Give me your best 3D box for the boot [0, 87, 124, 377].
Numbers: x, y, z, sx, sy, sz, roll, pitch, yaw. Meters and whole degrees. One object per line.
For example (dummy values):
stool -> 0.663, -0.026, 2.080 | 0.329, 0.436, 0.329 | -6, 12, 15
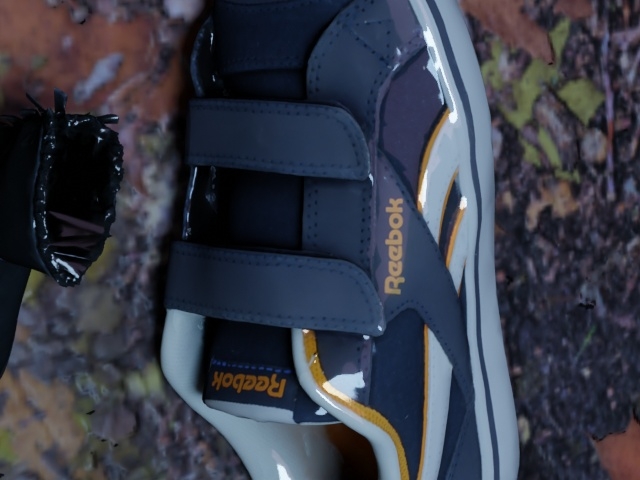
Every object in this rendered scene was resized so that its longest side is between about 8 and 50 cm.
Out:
boot -> -0.116, 0.004, 0.648 | 0.045, 0.099, 0.121 | 10, 86, -35

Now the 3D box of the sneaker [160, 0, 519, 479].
sneaker -> 0.000, 0.000, 0.719 | 0.127, 0.126, 0.321 | -25, 108, -39
